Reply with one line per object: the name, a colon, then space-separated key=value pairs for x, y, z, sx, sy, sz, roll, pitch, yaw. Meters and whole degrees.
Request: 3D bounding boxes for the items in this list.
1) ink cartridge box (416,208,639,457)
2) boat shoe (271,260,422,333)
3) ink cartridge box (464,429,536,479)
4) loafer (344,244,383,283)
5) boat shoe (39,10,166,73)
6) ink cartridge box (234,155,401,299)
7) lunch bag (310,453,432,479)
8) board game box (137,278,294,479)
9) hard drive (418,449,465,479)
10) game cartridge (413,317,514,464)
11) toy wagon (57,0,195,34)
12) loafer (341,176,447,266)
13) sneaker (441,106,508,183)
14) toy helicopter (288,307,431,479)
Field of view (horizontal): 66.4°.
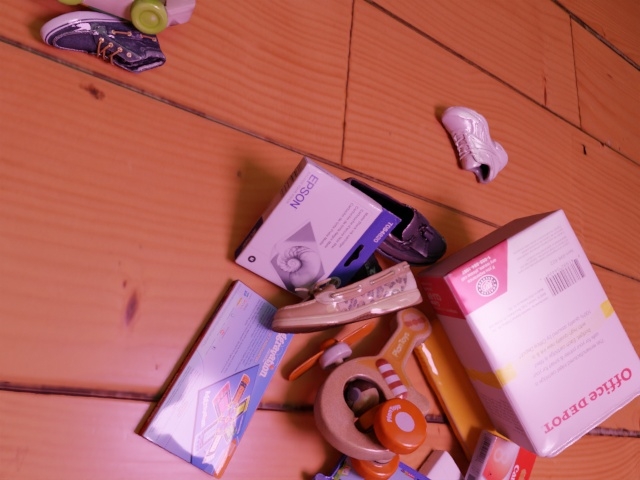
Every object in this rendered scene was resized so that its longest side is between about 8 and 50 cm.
ink cartridge box: x=0.413 y=0.175 z=0.974 sx=0.279 sy=0.160 sz=0.384 roll=-28 pitch=91 yaw=-12
boat shoe: x=0.044 y=0.104 z=0.875 sx=0.285 sy=0.104 sz=0.089 roll=-9 pitch=77 yaw=-24
ink cartridge box: x=0.376 y=0.484 z=0.994 sx=0.179 sy=0.045 sz=0.145 roll=28 pitch=79 yaw=-21
loafer: x=0.072 y=0.044 z=0.974 sx=0.078 sy=0.076 sz=0.223 roll=-5 pitch=75 yaw=-29
boat shoe: x=-0.345 y=-0.318 z=0.795 sx=0.183 sy=0.065 sz=0.083 roll=-24 pitch=87 yaw=-38
ink cartridge box: x=0.000 y=0.000 z=0.864 sx=0.224 sy=0.223 sz=0.045 roll=29 pitch=20 yaw=-24
lunch bag: x=0.107 y=0.480 z=0.795 sx=0.293 sy=0.138 sz=0.221 roll=34 pitch=44 yaw=11
board game box: x=-0.153 y=0.219 z=0.802 sx=0.145 sy=0.027 sz=0.281 roll=39 pitch=59 yaw=-18
hard drive: x=0.186 y=0.609 z=0.910 sx=0.353 sy=0.047 sz=0.233 roll=-35 pitch=97 yaw=-35
game cartridge: x=0.379 y=0.284 z=1.067 sx=0.285 sy=0.053 sz=0.323 roll=-26 pitch=90 yaw=-13
toy wagon: x=-0.375 y=-0.468 z=0.783 sx=0.344 sy=0.068 sz=0.267 roll=10 pitch=54 yaw=-31
loafer: x=0.139 y=-0.032 z=0.942 sx=0.303 sy=0.095 sz=0.109 roll=22 pitch=56 yaw=-24
sneaker: x=0.388 y=-0.240 z=1.251 sx=0.232 sy=0.090 sz=0.115 roll=42 pitch=62 yaw=-16
toy helicopter: x=0.102 y=0.231 z=0.898 sx=0.235 sy=0.140 sz=0.355 roll=32 pitch=41 yaw=12
